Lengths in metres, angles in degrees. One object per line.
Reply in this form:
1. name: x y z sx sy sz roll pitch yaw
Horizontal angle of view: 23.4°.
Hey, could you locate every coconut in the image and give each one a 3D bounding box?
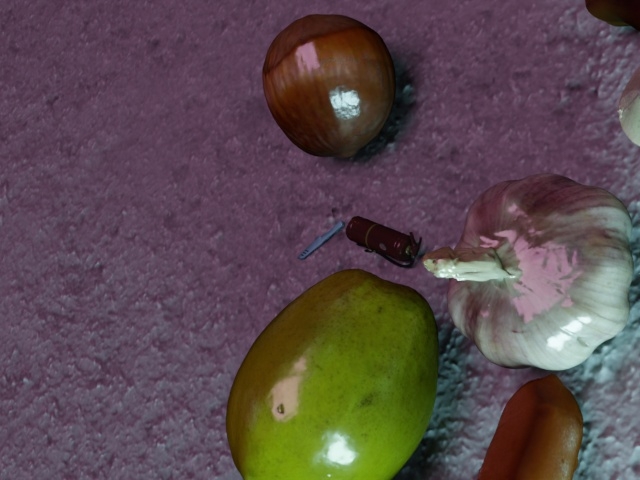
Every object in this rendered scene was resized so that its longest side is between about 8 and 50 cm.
1. coconut: 0.406 -0.152 1.778 0.116 0.122 0.116 -18 61 37

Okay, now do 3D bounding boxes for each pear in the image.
1. pear: 0.016 0.186 1.913 0.253 0.253 0.307 17 83 46

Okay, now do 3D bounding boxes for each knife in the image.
1. knife: 0.000 0.000 2.184 0.091 0.005 0.014 -41 50 25

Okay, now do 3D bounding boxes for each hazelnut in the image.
1. hazelnut: 0.014 -0.215 2.153 0.214 0.176 0.214 43 141 49

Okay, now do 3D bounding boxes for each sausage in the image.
1. sausage: 0.213 0.298 1.709 0.094 0.097 0.348 -35 22 49

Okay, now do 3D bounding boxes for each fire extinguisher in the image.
1. fire extinguisher: 0.088 0.002 2.075 0.132 0.039 0.056 23 122 46

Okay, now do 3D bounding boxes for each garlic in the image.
1. garlic: 0.219 0.031 1.792 0.245 0.253 0.245 -15 69 45

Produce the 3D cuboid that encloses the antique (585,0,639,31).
1. antique: 0.434 -0.349 1.834 0.278 0.129 0.223 -9 69 44
